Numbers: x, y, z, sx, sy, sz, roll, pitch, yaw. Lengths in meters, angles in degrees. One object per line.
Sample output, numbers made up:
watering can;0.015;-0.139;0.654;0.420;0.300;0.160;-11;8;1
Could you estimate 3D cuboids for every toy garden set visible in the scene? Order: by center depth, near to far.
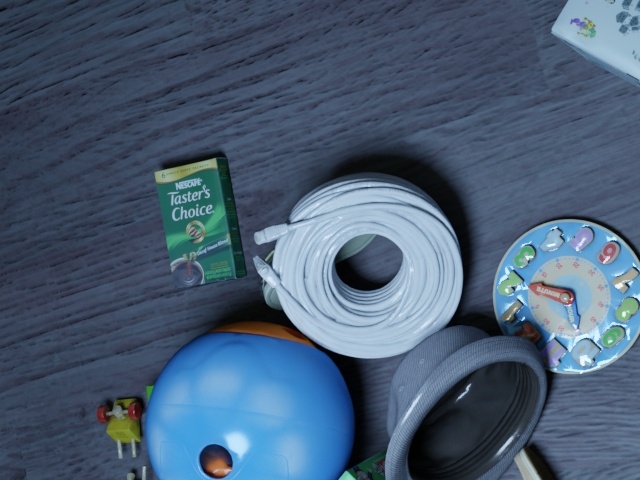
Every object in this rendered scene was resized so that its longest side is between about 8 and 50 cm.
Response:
toy garden set;-0.230;0.339;1.968;0.204;0.049;0.244;-9;89;22

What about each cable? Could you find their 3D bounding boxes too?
cable;0.063;0.036;1.749;0.257;0.089;0.257;-27;107;9

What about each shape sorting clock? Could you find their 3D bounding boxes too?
shape sorting clock;0.329;0.075;1.707;0.206;0.040;0.206;1;93;24

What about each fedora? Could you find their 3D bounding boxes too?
fedora;0.171;0.221;1.712;0.124;0.244;0.275;46;115;47

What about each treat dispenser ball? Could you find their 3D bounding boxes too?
treat dispenser ball;-0.096;0.254;1.769;0.288;0.288;0.288;1;93;24

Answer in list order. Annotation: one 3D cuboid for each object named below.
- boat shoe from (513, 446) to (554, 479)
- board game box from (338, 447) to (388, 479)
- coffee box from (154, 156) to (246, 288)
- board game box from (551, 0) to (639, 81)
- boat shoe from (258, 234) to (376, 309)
boat shoe;0.296;0.361;1.721;0.059;0.063;0.170;-29;83;20
board game box;-0.003;0.421;1.777;0.046;0.213;0.317;44;108;17
coffee box;-0.181;-0.026;1.931;0.113;0.040;0.184;-9;89;24
board game box;0.449;-0.203;1.543;0.303;0.224;0.097;34;103;19
boat shoe;0.000;0.000;1.831;0.228;0.081;0.068;-41;39;10
